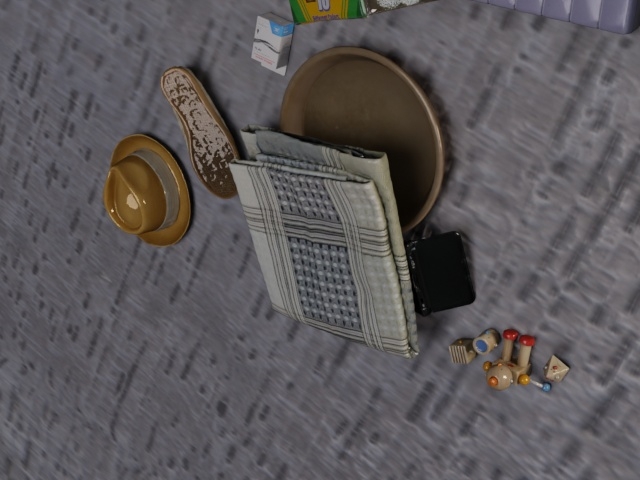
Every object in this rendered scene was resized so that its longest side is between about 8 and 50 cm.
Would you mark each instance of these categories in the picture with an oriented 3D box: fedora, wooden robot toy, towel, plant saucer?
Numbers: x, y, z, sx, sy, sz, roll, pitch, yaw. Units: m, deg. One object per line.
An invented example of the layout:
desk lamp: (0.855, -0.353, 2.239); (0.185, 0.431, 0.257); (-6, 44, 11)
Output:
fedora: (-0.299, -0.074, 2.010); (0.194, 0.079, 0.194); (16, 117, 33)
wooden robot toy: (0.245, 0.168, 1.677); (0.173, 0.079, 0.076); (17, 119, 32)
towel: (0.000, 0.000, 1.758); (0.312, 0.056, 0.324); (17, 126, 47)
plant saucer: (0.061, -0.137, 1.721); (0.278, 0.041, 0.278); (17, 119, 33)

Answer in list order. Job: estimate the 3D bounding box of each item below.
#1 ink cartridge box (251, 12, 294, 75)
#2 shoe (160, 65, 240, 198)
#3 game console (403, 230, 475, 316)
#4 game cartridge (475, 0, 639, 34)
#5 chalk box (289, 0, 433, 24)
ink cartridge box: (-0.070, -0.280, 1.772); (0.048, 0.028, 0.083); (28, 124, 27)
shoe: (-0.176, -0.169, 1.894); (0.076, 0.058, 0.219); (-22, 100, 11)
game console: (0.147, 0.037, 1.716); (0.107, 0.071, 0.122); (28, 141, 52)
game cartridge: (0.287, -0.430, 1.404); (0.230, 0.068, 0.355); (23, 121, 35)
chalk box: (0.052, -0.422, 1.483); (0.179, 0.180, 0.289); (11, 115, 59)
